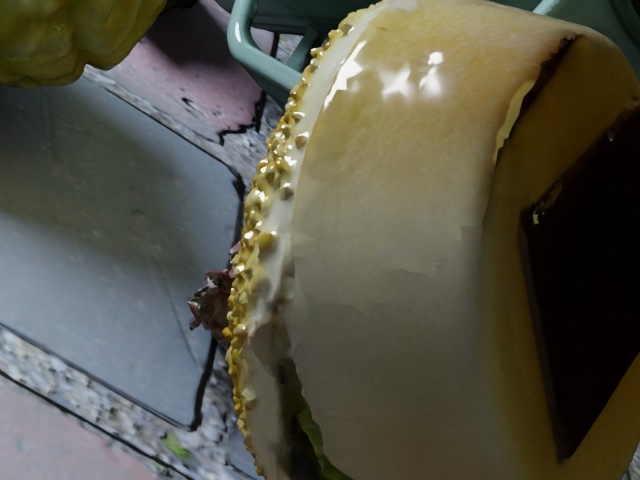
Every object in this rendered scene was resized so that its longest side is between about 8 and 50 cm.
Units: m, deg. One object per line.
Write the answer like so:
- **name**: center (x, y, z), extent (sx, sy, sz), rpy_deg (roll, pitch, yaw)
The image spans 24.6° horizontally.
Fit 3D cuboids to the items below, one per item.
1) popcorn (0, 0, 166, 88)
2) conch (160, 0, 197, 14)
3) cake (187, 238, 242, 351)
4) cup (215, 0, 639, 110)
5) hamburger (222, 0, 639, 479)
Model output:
- **popcorn**: center (-0.205, -0.205, 0.878), extent (0.236, 0.206, 0.251), rpy_deg (8, 17, -21)
- **conch**: center (-0.121, -0.227, 1.161), extent (0.086, 0.080, 0.233), rpy_deg (46, 23, -3)
- **cake**: center (-0.004, 0.005, 0.909), extent (0.135, 0.098, 0.287), rpy_deg (47, 20, 20)
- **cup**: center (0.090, -0.252, 1.010), extent (0.401, 0.392, 0.310), rpy_deg (-43, 126, -40)
- **hamburger**: center (0.067, 0.016, 0.766), extent (0.170, 0.302, 0.302), rpy_deg (2, 6, 31)
